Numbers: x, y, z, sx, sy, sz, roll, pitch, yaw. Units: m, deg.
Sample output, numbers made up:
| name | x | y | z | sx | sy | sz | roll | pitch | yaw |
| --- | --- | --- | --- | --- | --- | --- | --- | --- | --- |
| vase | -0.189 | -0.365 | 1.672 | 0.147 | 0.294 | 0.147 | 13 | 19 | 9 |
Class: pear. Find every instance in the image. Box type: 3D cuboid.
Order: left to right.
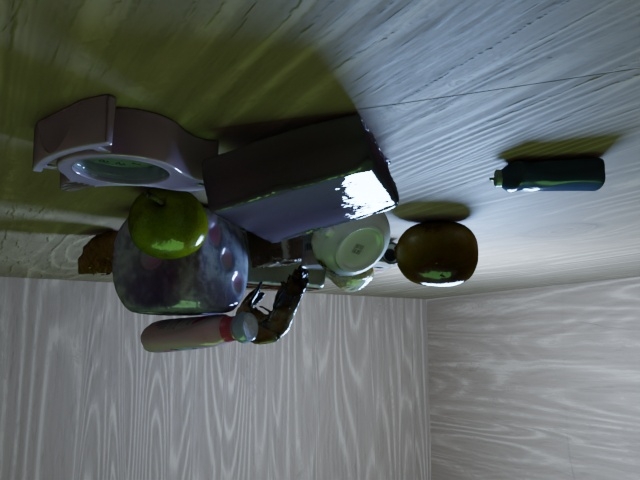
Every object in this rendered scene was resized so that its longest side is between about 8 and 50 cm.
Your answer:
| name | x | y | z | sx | sy | sz | roll | pitch | yaw |
| --- | --- | --- | --- | --- | --- | --- | --- | --- | --- |
| pear | -0.343 | -0.053 | 1.380 | 0.180 | 0.166 | 0.216 | 12 | 148 | 4 |

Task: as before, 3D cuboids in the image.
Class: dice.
| name | x | y | z | sx | sy | sz | roll | pitch | yaw |
| --- | --- | --- | --- | --- | --- | --- | --- | --- | --- |
| dice | -0.367 | 0.062 | 1.645 | 0.269 | 0.271 | 0.271 | -4 | 169 | 22 |

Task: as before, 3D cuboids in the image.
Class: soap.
| name | x | y | z | sx | sy | sz | roll | pitch | yaw |
| --- | --- | --- | --- | --- | --- | --- | --- | --- | --- |
| soap | -0.020 | -0.095 | 1.099 | 0.285 | 0.107 | 0.296 | -14 | 167 | 12 |

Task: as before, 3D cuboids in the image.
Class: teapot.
| name | x | y | z | sx | sy | sz | roll | pitch | yaw |
| --- | --- | --- | --- | --- | --- | --- | --- | --- | --- |
| teapot | 0.064 | -0.017 | 1.518 | 0.298 | 0.204 | 0.139 | 29 | -162 | -37 |

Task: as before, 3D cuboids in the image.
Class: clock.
| name | x | y | z | sx | sy | sz | roll | pitch | yaw |
| --- | --- | --- | --- | --- | --- | --- | --- | --- | --- |
| clock | -0.346 | -0.140 | 1.060 | 0.290 | 0.080 | 0.275 | -7 | 168 | 36 |

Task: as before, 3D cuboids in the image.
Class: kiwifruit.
| name | x | y | z | sx | sy | sz | roll | pitch | yaw |
| --- | --- | --- | --- | --- | --- | --- | --- | --- | --- |
| kiwifruit | 0.325 | 0.038 | 1.748 | 0.233 | 0.196 | 0.196 | 4 | 170 | 1 |

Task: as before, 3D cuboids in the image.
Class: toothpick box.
| name | x | y | z | sx | sy | sz | roll | pitch | yaw |
| --- | --- | --- | --- | --- | --- | --- | --- | --- | --- |
| toothpick box | -0.002 | -0.003 | 1.623 | 0.098 | 0.149 | 0.098 | 0 | 170 | 0 |

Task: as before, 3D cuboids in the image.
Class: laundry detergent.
| name | x | y | z | sx | sy | sz | roll | pitch | yaw |
| --- | --- | --- | --- | --- | --- | --- | --- | --- | --- |
| laundry detergent | -0.319 | 0.245 | 1.654 | 0.334 | 0.088 | 0.159 | -10 | -175 | 29 |
| laundry detergent | 0.434 | -0.125 | 1.197 | 0.206 | 0.061 | 0.096 | -1 | 178 | 9 |

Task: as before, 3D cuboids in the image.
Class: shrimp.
| name | x | y | z | sx | sy | sz | roll | pitch | yaw |
| --- | --- | --- | --- | --- | --- | --- | --- | --- | --- |
| shrimp | -0.137 | 0.175 | 1.726 | 0.177 | 0.289 | 0.075 | 6 | 142 | 23 |

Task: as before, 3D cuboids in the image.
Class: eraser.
| name | x | y | z | sx | sy | sz | roll | pitch | yaw |
| --- | --- | --- | --- | --- | --- | --- | --- | --- | --- |
| eraser | 0.179 | 0.064 | 2.176 | 0.171 | 0.087 | 0.290 | 7 | 169 | -8 |

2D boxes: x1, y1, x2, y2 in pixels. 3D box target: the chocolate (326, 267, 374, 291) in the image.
| name | x | y | z | sx | sy | sz | roll | pitch | yaw |
| --- | --- | --- | --- | --- | --- | --- | --- | --- | --- |
| chocolate | 0.061 | 0.085 | 2.001 | 0.134 | 0.134 | 0.309 | 7 | -174 | -33 |

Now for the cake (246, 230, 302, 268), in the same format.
| name | x | y | z | sx | sy | sz | roll | pitch | yaw |
| --- | --- | --- | --- | --- | --- | --- | --- | --- | --- |
| cake | -0.116 | 0.006 | 1.753 | 0.147 | 0.135 | 0.135 | -7 | 173 | -32 |

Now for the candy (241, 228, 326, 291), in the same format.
| name | x | y | z | sx | sy | sz | roll | pitch | yaw |
| --- | --- | --- | --- | --- | --- | --- | --- | --- | --- |
| candy | -0.142 | 0.062 | 1.913 | 0.320 | 0.180 | 0.135 | 6 | 167 | -33 |

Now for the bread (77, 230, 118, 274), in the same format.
| name | x | y | z | sx | sy | sz | roll | pitch | yaw |
| --- | --- | --- | --- | --- | --- | --- | --- | --- | --- |
| bread | -0.646 | 0.044 | 1.923 | 0.228 | 0.140 | 0.143 | -4 | 172 | 24 |
